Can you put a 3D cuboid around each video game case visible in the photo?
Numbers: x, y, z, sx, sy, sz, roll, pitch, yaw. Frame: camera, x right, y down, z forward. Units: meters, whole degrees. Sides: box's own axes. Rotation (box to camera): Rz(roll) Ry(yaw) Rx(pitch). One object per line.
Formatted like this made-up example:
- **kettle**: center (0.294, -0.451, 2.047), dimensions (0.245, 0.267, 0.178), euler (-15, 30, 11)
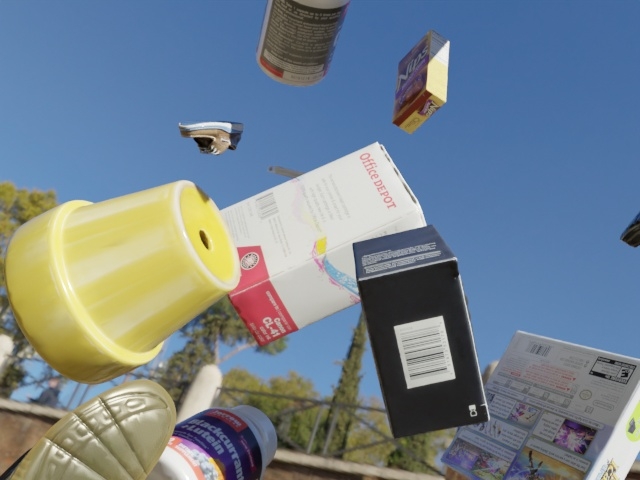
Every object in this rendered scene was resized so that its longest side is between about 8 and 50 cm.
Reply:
- **video game case**: center (-0.036, -0.145, 1.622), dimensions (0.157, 0.019, 0.143), euler (12, 3, -12)
- **video game case**: center (0.324, 0.264, 1.019), dimensions (0.061, 0.244, 0.269), euler (40, -13, -20)

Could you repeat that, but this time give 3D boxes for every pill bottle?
- **pill bottle**: center (-0.124, 0.240, 0.757), dimensions (0.108, 0.108, 0.193), euler (5, 6, 23)
- **pill bottle**: center (-0.028, -0.464, 1.426), dimensions (0.161, 0.161, 0.283), euler (20, -41, -1)

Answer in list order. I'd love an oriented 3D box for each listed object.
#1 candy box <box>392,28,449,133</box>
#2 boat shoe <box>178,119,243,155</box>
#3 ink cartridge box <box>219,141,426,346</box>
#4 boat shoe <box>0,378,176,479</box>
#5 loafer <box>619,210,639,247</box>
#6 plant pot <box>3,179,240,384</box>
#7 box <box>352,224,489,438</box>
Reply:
- **candy box**: center (0.196, -0.311, 1.399), dimensions (0.053, 0.187, 0.109), euler (28, -42, -20)
- **boat shoe**: center (-0.210, -0.202, 1.409), dimensions (0.066, 0.066, 0.183), euler (10, 12, 29)
- **ink cartridge box**: center (0.000, 0.000, 1.127), dimensions (0.306, 0.226, 0.131), euler (-22, -53, 2)
- **boat shoe**: center (-0.204, 0.189, 0.530), dimensions (0.080, 0.223, 0.073), euler (53, -36, -13)
- **loafer**: center (0.375, -0.025, 0.736), dimensions (0.061, 0.062, 0.170), euler (43, -22, 6)
- **plant pot**: center (-0.252, 0.041, 0.988), dimensions (0.238, 0.254, 0.254), euler (-24, -45, 13)
- **box**: center (0.092, 0.081, 0.694), dimensions (0.093, 0.158, 0.156), euler (-12, -79, 4)
